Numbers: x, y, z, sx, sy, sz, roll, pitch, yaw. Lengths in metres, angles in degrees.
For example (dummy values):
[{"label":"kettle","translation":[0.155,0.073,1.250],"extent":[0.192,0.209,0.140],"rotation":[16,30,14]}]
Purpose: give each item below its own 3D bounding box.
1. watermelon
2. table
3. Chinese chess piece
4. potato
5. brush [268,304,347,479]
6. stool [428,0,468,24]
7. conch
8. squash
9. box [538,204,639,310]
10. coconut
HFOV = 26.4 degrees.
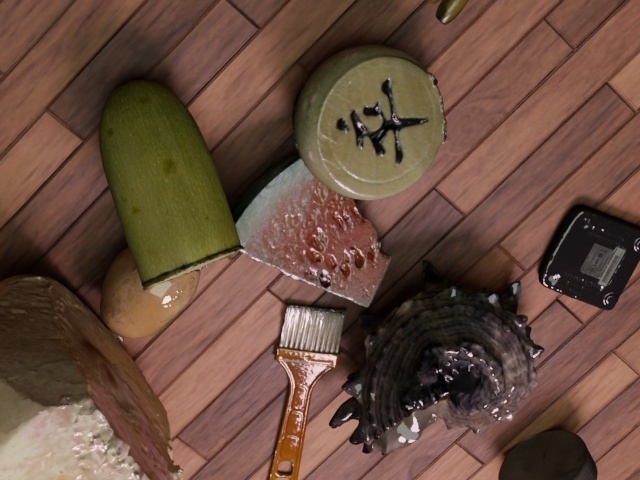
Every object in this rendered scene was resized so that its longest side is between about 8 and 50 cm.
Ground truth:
[{"label":"watermelon","translation":[0.000,0.000,1.747],"extent":[0.241,0.094,0.154],"rotation":[41,94,-24]},{"label":"table","translation":[0.319,0.328,1.911],"extent":[0.133,0.133,0.043],"rotation":[-29,117,6]},{"label":"Chinese chess piece","translation":[0.061,-0.143,1.653],"extent":[0.188,0.083,0.189],"rotation":[-8,109,-24]},{"label":"potato","translation":[-0.218,0.059,1.723],"extent":[0.112,0.112,0.147],"rotation":[36,104,-22]},{"label":"brush","translation":[-0.031,0.229,1.881],"extent":[0.090,0.017,0.314],"rotation":[7,114,-8]},{"label":"stool","translation":[0.146,-0.332,1.588],"extent":[0.110,0.135,0.134],"rotation":[-40,70,14]},{"label":"conch","translation":[0.157,0.176,1.810],"extent":[0.313,0.186,0.241],"rotation":[-34,123,-13]},{"label":"squash","translation":[-0.192,-0.077,1.622],"extent":[0.132,0.132,0.247],"rotation":[-22,86,2]},{"label":"box","translation":[0.367,0.024,1.834],"extent":[0.125,0.027,0.126],"rotation":[19,111,-16]},{"label":"coconut","translation":[-0.389,0.263,1.646],"extent":[0.404,0.405,0.405],"rotation":[-3,115,-7]}]
